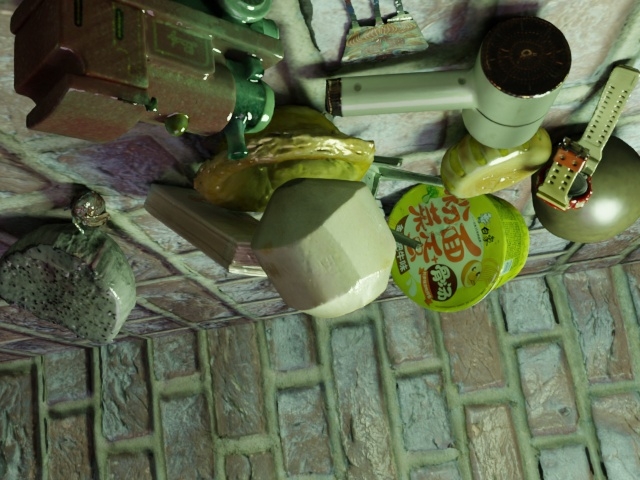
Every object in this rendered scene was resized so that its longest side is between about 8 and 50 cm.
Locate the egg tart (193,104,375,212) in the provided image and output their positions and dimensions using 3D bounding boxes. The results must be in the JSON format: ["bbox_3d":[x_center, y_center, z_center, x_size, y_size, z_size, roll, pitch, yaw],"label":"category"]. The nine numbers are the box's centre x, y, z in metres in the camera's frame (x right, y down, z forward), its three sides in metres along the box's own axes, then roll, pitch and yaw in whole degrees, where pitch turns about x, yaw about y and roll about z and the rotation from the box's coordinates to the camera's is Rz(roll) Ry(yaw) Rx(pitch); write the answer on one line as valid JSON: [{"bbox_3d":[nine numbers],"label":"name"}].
[{"bbox_3d":[-0.063,-0.142,1.260,0.315,0.120,0.315,-9,166,-2],"label":"egg tart"}]

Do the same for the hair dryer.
[{"bbox_3d":[0.165,-0.220,1.107,0.362,0.128,0.203,-3,167,3],"label":"hair dryer"}]

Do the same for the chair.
[{"bbox_3d":[0.062,-0.075,1.465,0.275,0.190,0.203,17,-178,37],"label":"chair"}]

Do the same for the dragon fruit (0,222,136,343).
[{"bbox_3d":[-0.515,0.057,1.610,0.283,0.221,0.204,30,116,-8],"label":"dragon fruit"}]

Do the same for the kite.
[{"bbox_3d":[0.072,-0.285,0.995,0.127,0.016,0.229,-14,165,10],"label":"kite"}]

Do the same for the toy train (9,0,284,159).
[{"bbox_3d":[-0.165,-0.202,0.776,0.305,0.221,0.150,7,159,-42],"label":"toy train"}]

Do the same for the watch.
[{"bbox_3d":[0.457,-0.165,1.299,0.165,0.102,0.268,-49,159,-23],"label":"watch"}]

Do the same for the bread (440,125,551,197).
[{"bbox_3d":[0.324,-0.159,1.404,0.214,0.104,0.213,-16,165,-4],"label":"bread"}]

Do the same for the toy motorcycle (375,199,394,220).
[{"bbox_3d":[0.080,-0.054,1.754,0.151,0.074,0.229,-23,169,29],"label":"toy motorcycle"}]

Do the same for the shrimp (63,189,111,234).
[{"bbox_3d":[-0.456,-0.056,1.474,0.073,0.074,0.190,-38,-177,-15],"label":"shrimp"}]

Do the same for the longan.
[{"bbox_3d":[0.537,-0.107,1.522,0.249,0.248,0.248,-8,165,-2],"label":"longan"}]

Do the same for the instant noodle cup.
[{"bbox_3d":[0.330,0.007,1.740,0.311,0.311,0.222,-19,170,36],"label":"instant noodle cup"}]

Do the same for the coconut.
[{"bbox_3d":[0.003,-0.002,1.214,0.241,0.241,0.241,-8,165,-2],"label":"coconut"}]

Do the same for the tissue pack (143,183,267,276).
[{"bbox_3d":[-0.182,-0.022,1.400,0.170,0.071,0.325,10,-167,-43],"label":"tissue pack"}]
